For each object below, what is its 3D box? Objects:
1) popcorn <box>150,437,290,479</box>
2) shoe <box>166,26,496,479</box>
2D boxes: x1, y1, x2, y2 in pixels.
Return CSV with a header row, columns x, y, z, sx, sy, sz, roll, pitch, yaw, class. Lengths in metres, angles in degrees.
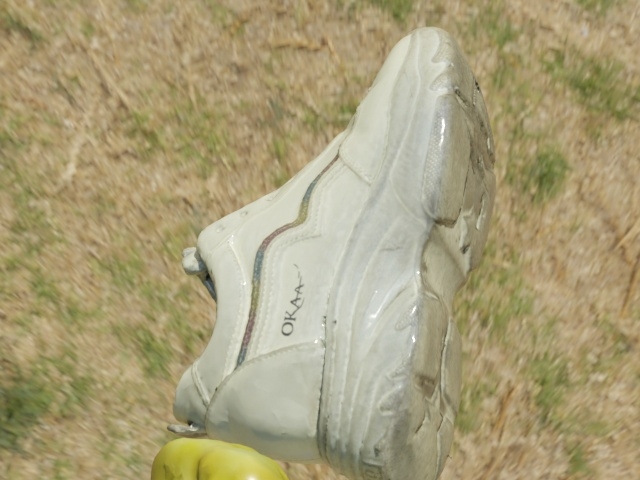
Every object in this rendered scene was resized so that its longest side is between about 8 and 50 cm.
x,y,z,sx,sy,sz,roll,pitch,yaw,class
-0.040,0.290,0.682,0.294,0.292,0.334,18,45,2,popcorn
0.000,0.000,1.039,0.211,0.132,0.342,3,65,22,shoe
